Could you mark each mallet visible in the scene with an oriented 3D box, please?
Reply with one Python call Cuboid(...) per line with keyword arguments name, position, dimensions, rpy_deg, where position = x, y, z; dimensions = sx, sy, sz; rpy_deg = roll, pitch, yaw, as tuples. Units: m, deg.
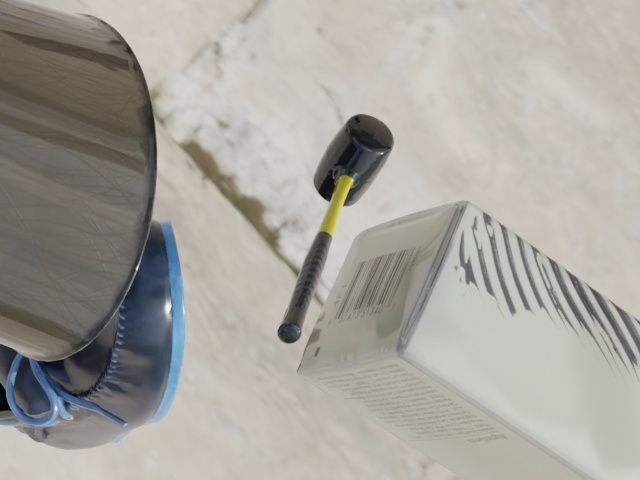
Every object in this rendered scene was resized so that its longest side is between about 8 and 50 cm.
Cuboid(name="mallet", position=(0.000, 0.000, 1.224), dimensions=(0.039, 0.190, 0.062), rpy_deg=(27, 141, -6))

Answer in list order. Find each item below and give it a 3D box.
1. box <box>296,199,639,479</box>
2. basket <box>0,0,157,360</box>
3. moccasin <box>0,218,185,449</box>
Cuboid(name="box", position=(0.133, 0.094, 1.012), dimensions=(0.275, 0.113, 0.094), rpy_deg=(34, 66, -23))
Cuboid(name="basket", position=(-0.214, -0.056, 0.864), dimensions=(0.227, 0.204, 0.154), rpy_deg=(18, 121, -38))
Cuboid(name="moccasin", position=(-0.173, 0.085, 1.307), dimensions=(0.117, 0.342, 0.138), rpy_deg=(2, 65, -17))
